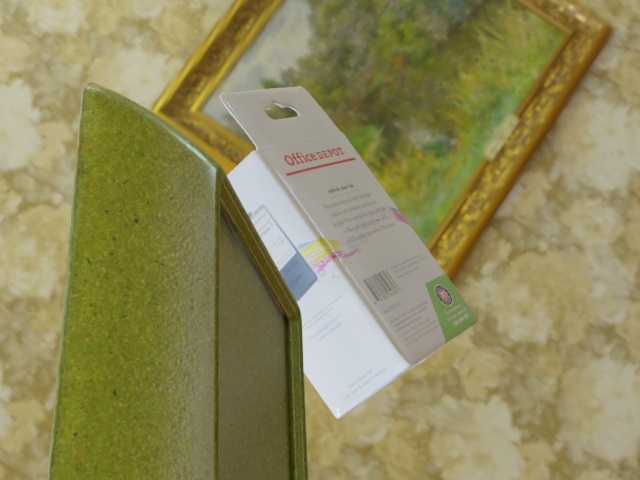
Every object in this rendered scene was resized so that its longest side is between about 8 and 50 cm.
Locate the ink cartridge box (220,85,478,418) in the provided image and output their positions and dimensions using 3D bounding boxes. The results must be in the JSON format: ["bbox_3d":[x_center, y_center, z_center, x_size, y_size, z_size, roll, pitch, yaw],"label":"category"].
[{"bbox_3d":[0.000,0.000,1.217,0.119,0.353,0.207,-40,-11,29],"label":"ink cartridge box"}]

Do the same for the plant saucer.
[{"bbox_3d":[-0.042,0.060,0.426,0.188,0.045,0.188,64,-160,-57],"label":"plant saucer"}]
